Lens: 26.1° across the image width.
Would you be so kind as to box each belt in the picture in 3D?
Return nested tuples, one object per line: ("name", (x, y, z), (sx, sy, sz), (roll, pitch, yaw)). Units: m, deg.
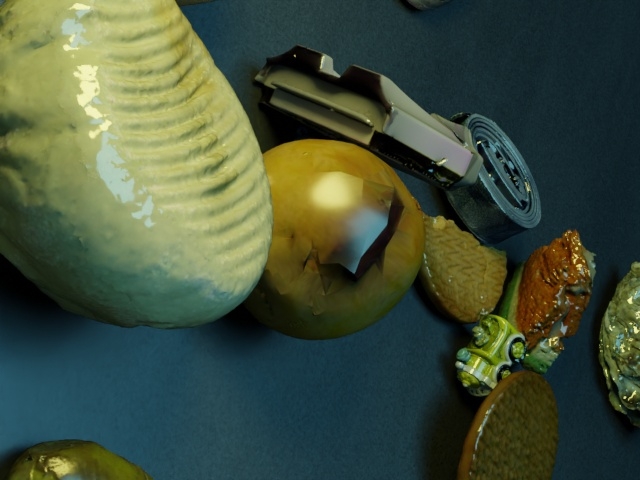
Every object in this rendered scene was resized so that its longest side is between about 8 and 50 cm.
("belt", (0.233, -0.090, 1.967), (0.190, 0.082, 0.141), (55, 36, -11))

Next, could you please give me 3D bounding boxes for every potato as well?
("potato", (-0.206, 0.284, 1.321), (0.251, 0.113, 0.149), (54, 48, -29))

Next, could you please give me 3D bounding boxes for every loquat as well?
("loquat", (0.000, 0.000, 1.555), (0.235, 0.235, 0.235), (16, 68, -48))

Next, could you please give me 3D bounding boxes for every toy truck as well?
("toy truck", (0.226, 0.157, 1.901), (0.077, 0.076, 0.111), (48, 64, -32))

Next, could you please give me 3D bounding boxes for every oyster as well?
("oyster", (0.536, 0.182, 2.252), (0.198, 0.112, 0.267), (-30, 101, -50))

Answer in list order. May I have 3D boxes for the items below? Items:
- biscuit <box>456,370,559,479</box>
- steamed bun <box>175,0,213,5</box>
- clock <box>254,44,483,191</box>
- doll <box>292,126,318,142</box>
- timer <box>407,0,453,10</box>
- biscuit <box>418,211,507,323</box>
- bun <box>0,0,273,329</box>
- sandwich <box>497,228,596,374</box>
("biscuit", (0.255, 0.303, 1.885), (0.262, 0.037, 0.262), (-20, 115, -51))
("steamed bun", (-0.143, -0.379, 1.402), (0.324, 0.324, 0.206), (29, 33, -43))
("clock", (0.061, -0.148, 1.652), (0.186, 0.253, 0.083), (23, 93, -46))
("doll", (-0.010, -0.071, 1.696), (0.099, 0.057, 0.143), (-10, 87, -31))
("timer", (0.155, -0.442, 1.983), (0.191, 0.069, 0.208), (-33, 105, -52))
("biscuit", (0.192, 0.045, 1.928), (0.224, 0.033, 0.144), (19, 68, -48))
("bun", (-0.206, -0.075, 1.333), (0.365, 0.219, 0.365), (46, 33, -43))
("sandwich", (0.339, 0.094, 1.999), (0.109, 0.160, 0.185), (37, 44, -16))
